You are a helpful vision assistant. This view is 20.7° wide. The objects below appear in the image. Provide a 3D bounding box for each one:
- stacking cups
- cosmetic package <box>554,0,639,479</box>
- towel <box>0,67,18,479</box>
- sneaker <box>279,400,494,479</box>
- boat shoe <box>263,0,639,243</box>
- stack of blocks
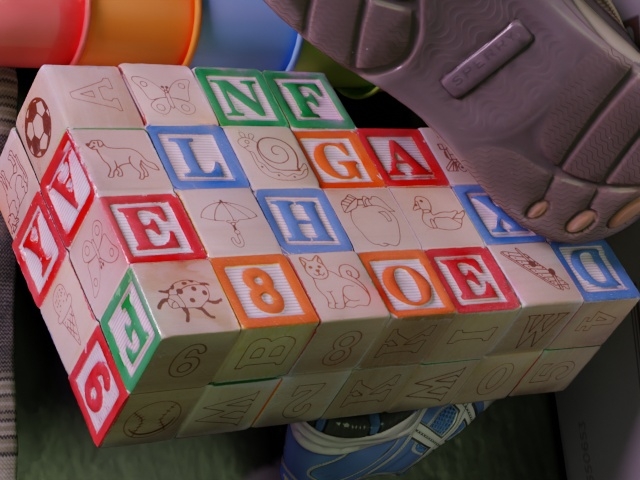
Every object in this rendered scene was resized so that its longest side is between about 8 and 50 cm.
[{"bbox_3d":[-0.054,-0.116,0.945,0.316,0.096,0.096,-5,84,-33],"label":"stacking cups"},{"bbox_3d":[0.373,-0.022,1.026,0.394,0.329,0.327,-4,84,-27],"label":"cosmetic package"},{"bbox_3d":[-0.283,0.002,0.827,0.324,0.056,0.312,8,76,-42],"label":"towel"},{"bbox_3d":[0.052,0.081,1.003,0.211,0.081,0.080,-19,54,-41],"label":"sneaker"},{"bbox_3d":[0.050,-0.146,0.894,0.132,0.130,0.355,-34,116,15],"label":"boat shoe"},{"bbox_3d":[0.000,0.000,0.916,0.297,0.087,0.171,-2,50,-35],"label":"stack of blocks"}]
